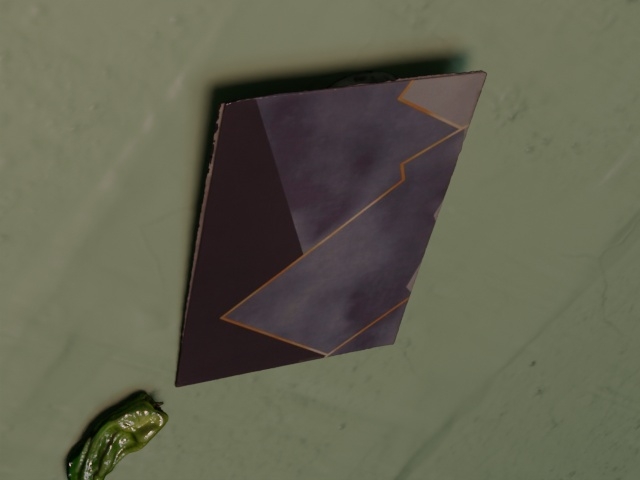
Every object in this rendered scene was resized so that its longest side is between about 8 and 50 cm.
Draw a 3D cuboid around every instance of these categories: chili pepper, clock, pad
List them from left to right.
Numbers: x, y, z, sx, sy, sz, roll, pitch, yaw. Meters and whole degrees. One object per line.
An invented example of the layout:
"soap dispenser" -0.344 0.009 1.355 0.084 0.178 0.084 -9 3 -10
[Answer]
"chili pepper" -0.132 0.131 0.830 0.091 0.030 0.034 -47 162 17
"pad" 0.000 0.000 0.789 0.163 0.004 0.243 -10 139 -23
"clock" 0.023 -0.060 0.760 0.085 0.017 0.085 -17 135 -18
